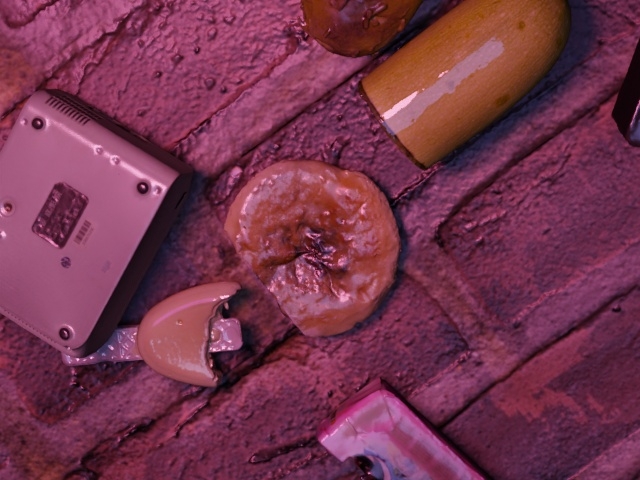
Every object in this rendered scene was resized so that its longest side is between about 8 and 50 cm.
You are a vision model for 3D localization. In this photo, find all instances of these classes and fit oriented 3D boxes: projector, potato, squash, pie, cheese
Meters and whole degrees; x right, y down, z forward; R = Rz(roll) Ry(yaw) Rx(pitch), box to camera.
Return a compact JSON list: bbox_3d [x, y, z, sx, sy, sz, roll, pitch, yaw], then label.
[{"bbox_3d":[-0.291,-0.021,1.735,0.198,0.108,0.250,32,103,8],"label":"projector"},{"bbox_3d":[0.060,-0.322,1.661,0.149,0.113,0.251,26,104,1],"label":"potato"},{"bbox_3d":[0.173,-0.200,1.672,0.247,0.132,0.132,-38,97,11],"label":"squash"},{"bbox_3d":[0.000,-0.001,1.767,0.185,0.052,0.218,-41,99,5],"label":"pie"},{"bbox_3d":[-0.200,0.117,1.803,0.235,0.050,0.127,-4,100,11],"label":"cheese"}]

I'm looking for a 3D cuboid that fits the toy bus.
[{"bbox_3d":[0.124,0.287,1.801,0.274,0.090,0.112,43,95,-5],"label":"toy bus"}]

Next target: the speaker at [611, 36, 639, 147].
[{"bbox_3d":[0.471,-0.200,1.629,0.232,0.184,0.253,19,104,0],"label":"speaker"}]
